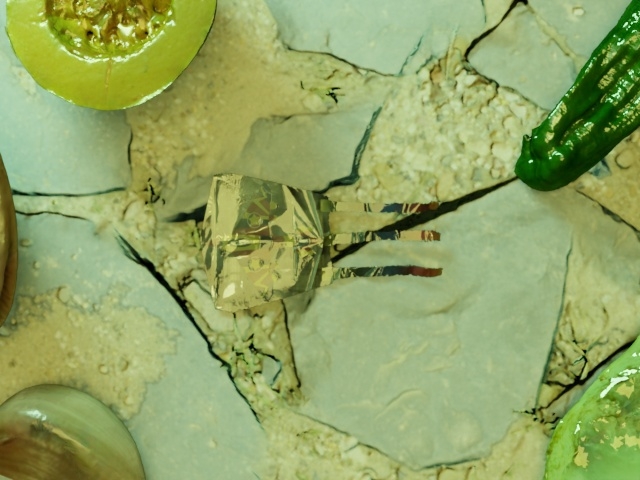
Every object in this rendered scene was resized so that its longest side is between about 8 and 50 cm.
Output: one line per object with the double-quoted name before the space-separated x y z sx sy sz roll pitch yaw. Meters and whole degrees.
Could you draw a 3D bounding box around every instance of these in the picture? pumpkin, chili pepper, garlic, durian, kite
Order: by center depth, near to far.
"garlic" -0.239 0.221 1.161 0.198 0.090 0.128 32 103 -6
"pumpkin" -0.190 -0.229 1.163 0.217 0.110 0.217 -1 87 12
"durian" 0.384 0.169 1.168 0.198 0.163 0.394 31 83 39
"chili pepper" 0.288 -0.155 1.171 0.100 0.074 0.257 37 89 0
"kite" 0.000 0.000 1.194 0.245 0.015 0.141 -1 91 0

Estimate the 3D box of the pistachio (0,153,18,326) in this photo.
"pistachio" -0.371 -0.025 1.121 0.212 0.163 0.260 -33 91 32
